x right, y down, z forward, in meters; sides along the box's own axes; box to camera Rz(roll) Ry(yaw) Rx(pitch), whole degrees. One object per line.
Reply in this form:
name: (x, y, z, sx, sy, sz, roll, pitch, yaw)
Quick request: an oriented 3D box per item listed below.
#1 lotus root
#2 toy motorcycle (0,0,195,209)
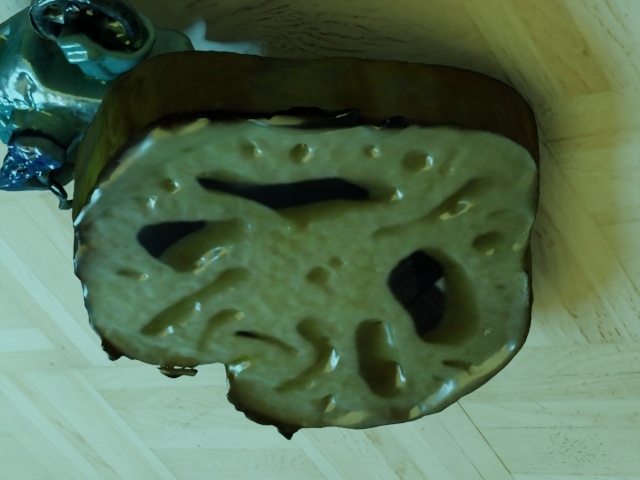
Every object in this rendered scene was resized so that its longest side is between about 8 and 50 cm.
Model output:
lotus root: (0.000, 0.000, 1.093, 0.375, 0.111, 0.390, -28, 131, 31)
toy motorcycle: (-0.179, -0.114, 1.143, 0.206, 0.154, 0.260, 29, 150, -30)
